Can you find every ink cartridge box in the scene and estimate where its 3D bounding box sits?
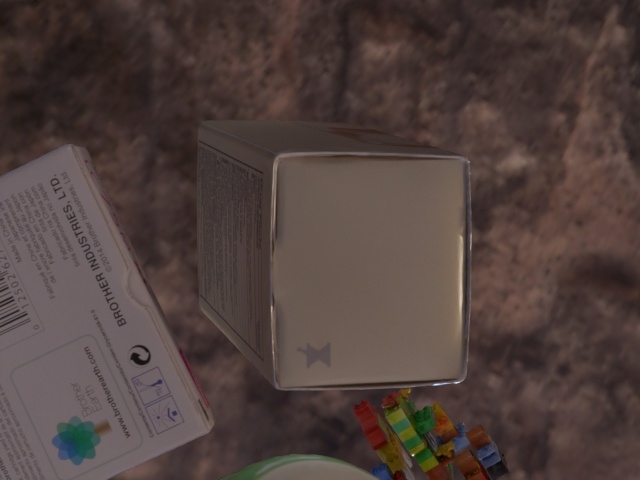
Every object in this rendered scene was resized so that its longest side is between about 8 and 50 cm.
[{"bbox_3d":[-0.240,0.092,1.076,0.311,0.065,0.186,-26,-89,-1],"label":"ink cartridge box"}]

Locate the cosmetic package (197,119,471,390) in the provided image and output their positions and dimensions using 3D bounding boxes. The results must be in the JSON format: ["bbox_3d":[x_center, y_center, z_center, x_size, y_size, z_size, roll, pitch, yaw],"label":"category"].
[{"bbox_3d":[0.000,0.000,1.259,0.129,0.296,0.153,-1,-81,-12],"label":"cosmetic package"}]

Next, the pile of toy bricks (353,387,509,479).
[{"bbox_3d":[0.084,0.175,1.614,0.118,0.212,0.105,-32,-76,7],"label":"pile of toy bricks"}]

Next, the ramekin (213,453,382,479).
[{"bbox_3d":[-0.021,0.292,1.238,0.148,0.303,0.303,-33,-75,38],"label":"ramekin"}]
